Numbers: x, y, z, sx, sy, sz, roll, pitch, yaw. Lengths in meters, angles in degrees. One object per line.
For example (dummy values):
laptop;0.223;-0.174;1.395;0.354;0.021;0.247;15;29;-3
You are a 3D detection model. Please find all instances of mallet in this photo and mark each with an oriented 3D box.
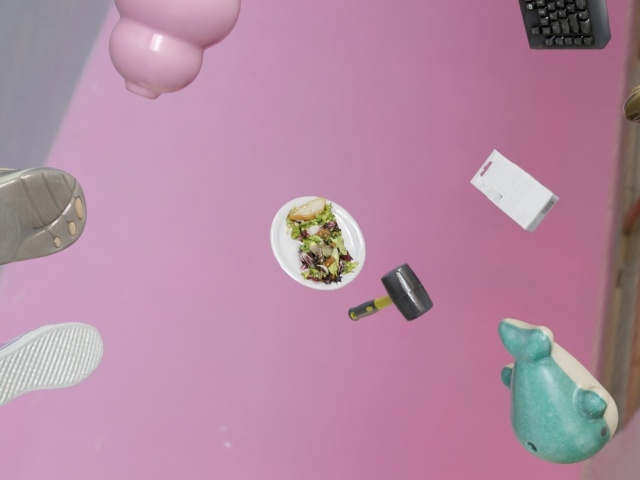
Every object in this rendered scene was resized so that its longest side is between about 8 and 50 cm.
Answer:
mallet;0.068;0.066;1.247;0.039;0.062;0.190;-32;-173;-23

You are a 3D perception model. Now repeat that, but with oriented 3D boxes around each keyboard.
keyboard;0.234;-0.374;1.262;0.033;0.202;0.317;-40;125;-31

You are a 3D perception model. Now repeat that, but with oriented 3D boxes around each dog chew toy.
dog chew toy;-0.190;-0.354;1.437;0.206;0.207;0.331;-78;-170;-83

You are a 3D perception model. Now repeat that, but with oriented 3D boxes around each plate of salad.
plate of salad;0.000;0.000;2.048;0.048;0.200;0.199;-47;-156;57

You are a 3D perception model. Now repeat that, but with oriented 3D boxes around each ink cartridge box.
ink cartridge box;0.272;-0.071;1.482;0.063;0.115;0.029;-54;147;13

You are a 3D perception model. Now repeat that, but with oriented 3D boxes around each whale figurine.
whale figurine;0.360;0.250;1.695;0.141;0.272;0.216;-45;-148;-22

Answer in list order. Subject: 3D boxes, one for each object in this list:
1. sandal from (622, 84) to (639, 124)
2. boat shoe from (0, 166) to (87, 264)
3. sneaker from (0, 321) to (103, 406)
sandal;0.450;-0.190;1.429;0.180;0.072;0.049;9;69;-64
boat shoe;-0.453;-0.011;1.221;0.130;0.355;0.132;12;-73;53
sneaker;-0.486;0.188;1.633;0.282;0.161;0.102;-15;100;-46
